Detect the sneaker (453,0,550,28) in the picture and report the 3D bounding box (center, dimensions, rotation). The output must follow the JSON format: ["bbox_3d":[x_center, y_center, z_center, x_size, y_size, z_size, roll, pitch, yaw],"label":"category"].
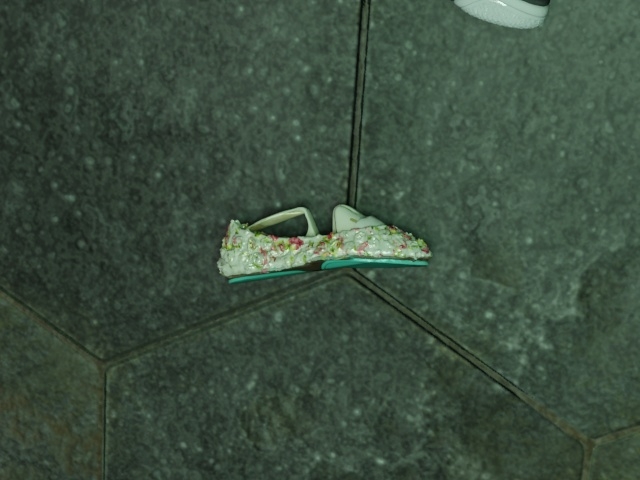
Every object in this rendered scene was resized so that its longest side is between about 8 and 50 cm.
[{"bbox_3d":[0.120,-0.322,1.592,0.268,0.101,0.153,22,112,1],"label":"sneaker"}]

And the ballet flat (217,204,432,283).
[{"bbox_3d":[0.000,0.000,1.746,0.241,0.091,0.077,-5,85,13],"label":"ballet flat"}]
